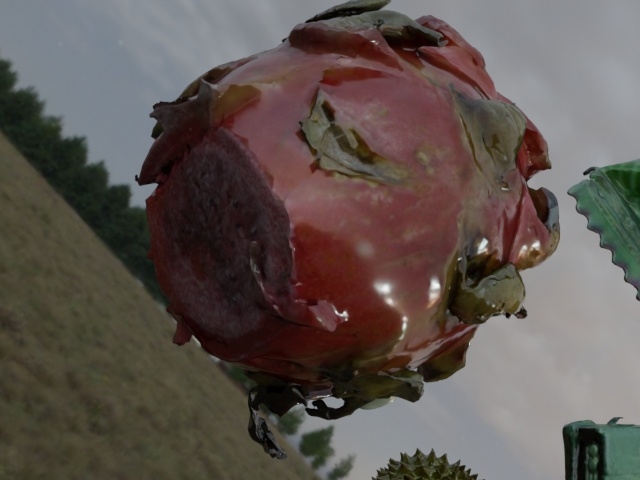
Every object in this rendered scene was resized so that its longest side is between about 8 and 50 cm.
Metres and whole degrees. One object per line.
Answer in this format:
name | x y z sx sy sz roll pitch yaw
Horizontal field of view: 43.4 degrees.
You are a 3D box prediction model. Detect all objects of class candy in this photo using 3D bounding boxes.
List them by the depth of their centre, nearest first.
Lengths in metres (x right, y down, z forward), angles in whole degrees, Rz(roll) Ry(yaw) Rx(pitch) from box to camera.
candy | 0.522 -0.057 1.044 0.263 0.398 0.172 51 -24 18

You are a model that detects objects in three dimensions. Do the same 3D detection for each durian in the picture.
durian | 0.193 0.448 1.320 0.172 0.306 0.166 -75 155 -54

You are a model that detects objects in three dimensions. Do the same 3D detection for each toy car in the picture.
toy car | 0.347 0.227 0.720 0.321 0.141 0.097 10 -16 -31

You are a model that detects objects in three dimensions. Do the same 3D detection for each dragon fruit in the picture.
dragon fruit | 0.037 -0.022 0.564 0.250 0.291 0.269 -34 -105 45

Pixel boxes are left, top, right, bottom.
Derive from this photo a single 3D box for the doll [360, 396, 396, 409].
doll | -0.022 0.012 0.940 0.226 0.215 0.370 0 -53 21
